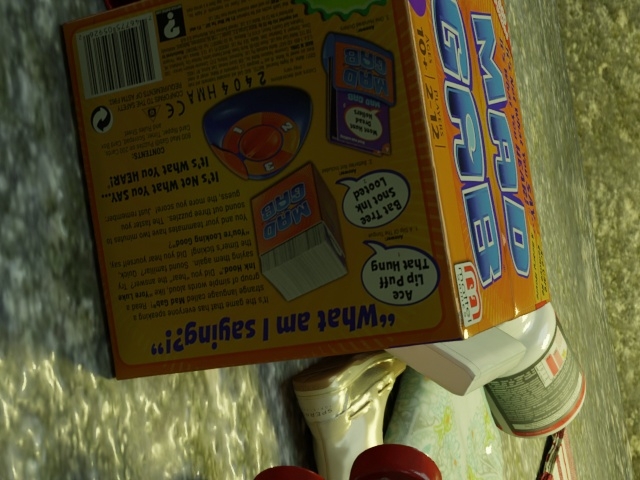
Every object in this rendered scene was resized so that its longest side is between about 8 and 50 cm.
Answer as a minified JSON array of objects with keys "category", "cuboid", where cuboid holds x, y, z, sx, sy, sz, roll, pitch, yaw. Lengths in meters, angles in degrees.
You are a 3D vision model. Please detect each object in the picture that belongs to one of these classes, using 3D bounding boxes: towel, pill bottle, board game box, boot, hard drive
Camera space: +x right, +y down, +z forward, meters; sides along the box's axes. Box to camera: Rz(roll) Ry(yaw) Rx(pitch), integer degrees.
[{"category":"towel","cuboid":[0.563,0.626,2.444,0.329,0.037,0.237,-47,126,-59]},{"category":"towel","cuboid":[0.218,0.350,1.723,0.320,0.090,0.374,-70,142,-49]},{"category":"pill bottle","cuboid":[0.354,0.200,1.926,0.363,0.210,0.210,56,34,-44]},{"category":"board game box","cuboid":[0.005,-0.071,1.080,0.356,0.356,0.356,-5,86,-66]},{"category":"boot","cuboid":[0.059,0.254,1.397,0.262,0.095,0.203,-14,94,-64]},{"category":"hard drive","cuboid":[0.165,0.131,1.526,0.047,0.233,0.353,-62,161,10]}]

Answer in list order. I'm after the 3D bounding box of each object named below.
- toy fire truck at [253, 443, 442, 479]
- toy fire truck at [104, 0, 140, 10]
[{"category":"toy fire truck","cuboid":[0.049,0.371,1.095,0.254,0.302,0.169,60,27,-30]},{"category":"toy fire truck","cuboid":[-0.201,-0.339,1.107,0.135,0.047,0.192,-39,116,-61]}]
